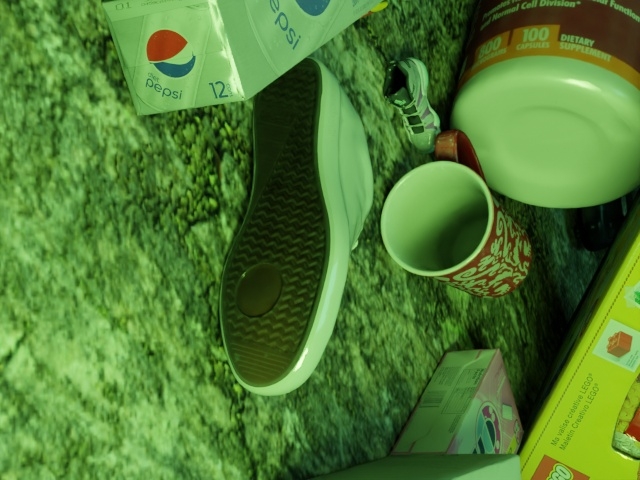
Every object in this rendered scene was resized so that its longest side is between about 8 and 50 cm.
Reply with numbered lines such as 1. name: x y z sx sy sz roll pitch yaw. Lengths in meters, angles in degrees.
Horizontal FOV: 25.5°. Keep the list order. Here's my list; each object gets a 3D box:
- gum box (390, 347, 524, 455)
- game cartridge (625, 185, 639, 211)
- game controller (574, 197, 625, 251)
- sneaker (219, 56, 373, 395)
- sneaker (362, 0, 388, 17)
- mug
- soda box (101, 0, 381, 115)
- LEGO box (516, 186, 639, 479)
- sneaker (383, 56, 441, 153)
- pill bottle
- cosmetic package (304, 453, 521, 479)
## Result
1. gum box: 0.141 0.198 1.410 0.188 0.062 0.107 -53 130 -51
2. game cartridge: 0.438 -0.161 1.950 0.230 0.068 0.355 34 51 -69
3. game controller: 0.364 -0.146 1.899 0.166 0.067 0.319 -10 94 -76
4. sneaker: 0.000 0.000 1.139 0.123 0.106 0.290 42 48 -48
5. sneaker: 0.039 -0.289 1.304 0.064 0.067 0.175 7 77 -59
6. mug: 0.153 -0.018 1.408 0.150 0.113 0.169 -64 151 -2
7. soda box: -0.046 -0.189 1.100 0.286 0.098 0.091 -44 123 -54
8. LEGO box: 0.398 0.058 1.512 0.372 0.193 0.500 -54 167 -51
9. sneaker: 0.084 -0.132 1.395 0.069 0.038 0.098 -11 86 -60
10. pill bottle: 0.285 -0.251 1.586 0.224 0.224 0.392 54 40 -43
11. cosmetic package: 0.074 0.304 1.190 0.225 0.138 0.224 2 83 -63
